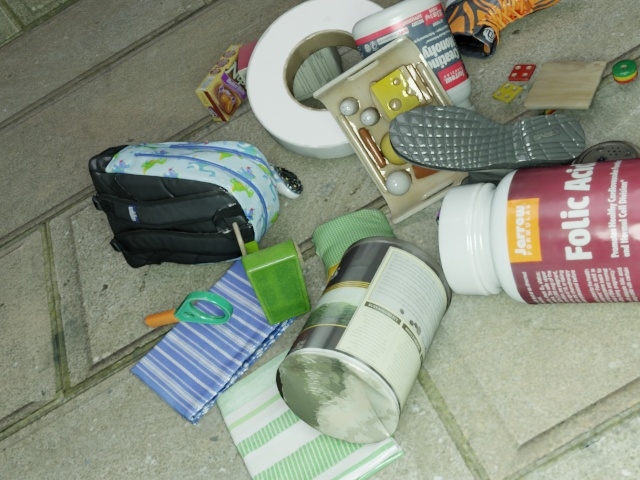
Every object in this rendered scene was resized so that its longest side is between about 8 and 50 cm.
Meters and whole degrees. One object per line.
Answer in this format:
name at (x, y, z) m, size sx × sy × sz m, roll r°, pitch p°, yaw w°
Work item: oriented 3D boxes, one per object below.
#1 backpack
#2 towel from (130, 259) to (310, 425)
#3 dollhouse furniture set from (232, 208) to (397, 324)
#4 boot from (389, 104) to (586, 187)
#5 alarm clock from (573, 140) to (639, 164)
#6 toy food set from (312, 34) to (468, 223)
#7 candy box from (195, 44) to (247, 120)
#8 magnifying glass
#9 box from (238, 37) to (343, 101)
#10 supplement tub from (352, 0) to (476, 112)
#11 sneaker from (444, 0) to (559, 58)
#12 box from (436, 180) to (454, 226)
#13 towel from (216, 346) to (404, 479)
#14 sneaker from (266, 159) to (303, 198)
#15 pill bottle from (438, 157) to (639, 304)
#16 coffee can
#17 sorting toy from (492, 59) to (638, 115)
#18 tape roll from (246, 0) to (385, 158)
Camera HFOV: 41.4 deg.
backpack at (-0.265, -0.082, 1.795) m, size 0.356 × 0.290 × 0.273 m, roll 7°, pitch 36°, yaw 38°
towel at (-0.201, 0.182, 1.672) m, size 0.336 × 0.040 × 0.243 m, roll -47°, pitch 42°, yaw -16°
dollhouse furniture set at (0.000, 0.000, 1.600) m, size 0.302 × 0.151 × 0.197 m, roll -20°, pitch 41°, yaw -4°
boot at (0.274, -0.130, 1.492) m, size 0.338 × 0.222 × 0.118 m, roll 6°, pitch 70°, yaw -2°
alarm clock at (0.535, -0.128, 1.510) m, size 0.192 × 0.064 × 0.129 m, roll -20°, pitch 42°, yaw 10°
toy food set at (0.154, -0.212, 1.644) m, size 0.220 × 0.306 × 0.092 m, roll -31°, pitch 6°, yaw 21°
candy box at (-0.242, -0.418, 2.246) m, size 0.053 × 0.109 × 0.186 m, roll 6°, pitch 53°, yaw 36°
magnifying glass at (-0.266, 0.145, 1.681) m, size 0.231 × 0.092 × 0.026 m, roll -14°, pitch 46°, yaw 40°
box at (-0.074, -0.442, 2.133) m, size 0.232 × 0.148 × 0.127 m, roll -20°, pitch 41°, yaw 13°
supplement tub at (0.196, -0.354, 1.746) m, size 0.191 × 0.272 × 0.191 m, roll -23°, pitch 13°, yaw 6°
sneaker at (0.422, -0.507, 1.929) m, size 0.321 × 0.124 × 0.180 m, roll -14°, pitch 46°, yaw 35°
box at (0.302, -0.091, 1.639) m, size 0.116 × 0.029 × 0.162 m, roll 1°, pitch 49°, yaw 33°
towel at (-0.030, 0.308, 1.439) m, size 0.248 × 0.038 × 0.325 m, roll -35°, pitch 40°, yaw -2°
sneaker at (-0.123, -0.142, 1.928) m, size 0.237 × 0.085 × 0.086 m, roll 36°, pitch 100°, yaw 44°
pill bottle at (0.403, -0.011, 1.344) m, size 0.392 × 0.224 × 0.224 m, roll -4°, pitch 48°, yaw 29°
coffee can at (0.076, 0.155, 1.362) m, size 0.202 × 0.201 × 0.275 m, roll -2°, pitch 38°, yaw 31°
sorting toy at (0.491, -0.302, 1.719) m, size 0.274 × 0.046 × 0.132 m, roll 7°, pitch 53°, yaw 36°
tape roll at (0.022, -0.378, 1.941) m, size 0.392 × 0.072 × 0.392 m, roll -5°, pitch 71°, yaw 14°
